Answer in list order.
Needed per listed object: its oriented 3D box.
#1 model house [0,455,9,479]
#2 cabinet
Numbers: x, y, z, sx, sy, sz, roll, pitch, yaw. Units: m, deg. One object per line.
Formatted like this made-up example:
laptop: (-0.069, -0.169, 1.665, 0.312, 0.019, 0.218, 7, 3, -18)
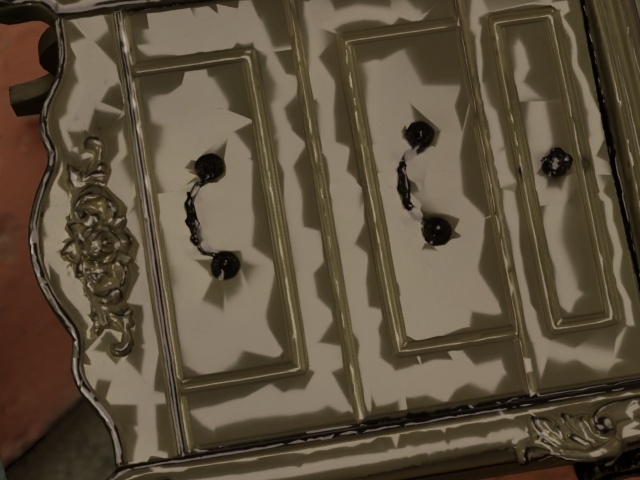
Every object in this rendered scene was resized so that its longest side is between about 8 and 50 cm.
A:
model house: (-0.258, 0.147, 0.753, 0.194, 0.267, 0.325, -17, 86, -50)
cabinet: (0.000, 0.000, 0.834, 0.318, 0.227, 0.290, -8, 79, -6)
